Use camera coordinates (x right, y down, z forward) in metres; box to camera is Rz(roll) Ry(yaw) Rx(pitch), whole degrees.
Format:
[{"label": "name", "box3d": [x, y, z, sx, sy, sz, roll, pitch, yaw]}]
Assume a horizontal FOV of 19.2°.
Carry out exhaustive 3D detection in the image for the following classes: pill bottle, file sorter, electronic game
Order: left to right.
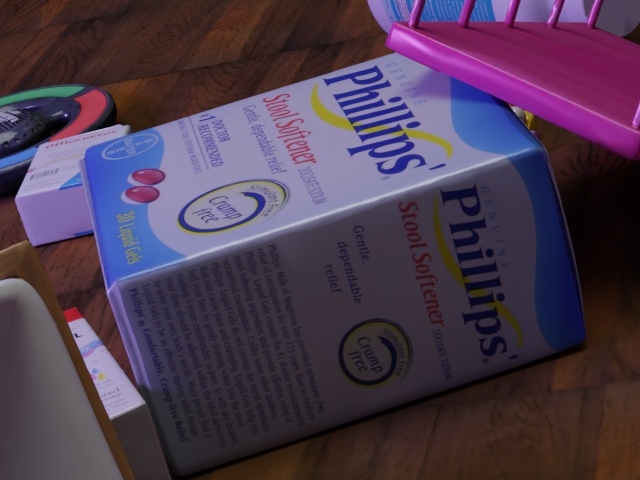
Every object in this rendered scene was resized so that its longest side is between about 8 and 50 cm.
[{"label": "electronic game", "box3d": [-0.309, -0.099, 1.847, 0.229, 0.048, 0.229, -14, 23, 6]}, {"label": "pill bottle", "box3d": [0.172, -0.239, 1.726, 0.146, 0.146, 0.264, -31, 28, -31]}, {"label": "file sorter", "box3d": [0.227, -0.185, 1.333, 0.202, 0.182, 0.290, 28, 20, 29]}]

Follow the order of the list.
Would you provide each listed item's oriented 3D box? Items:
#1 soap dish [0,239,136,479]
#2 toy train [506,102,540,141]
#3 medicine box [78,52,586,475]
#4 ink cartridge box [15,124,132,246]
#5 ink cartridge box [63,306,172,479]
[{"label": "soap dish", "box3d": [-0.248, 0.162, 1.030, 0.291, 0.229, 0.118, -26, 9, -23]}, {"label": "toy train", "box3d": [0.117, -0.097, 1.571, 0.125, 0.046, 0.166, -11, 24, 10]}, {"label": "medicine box", "box3d": [0.000, 0.000, 1.304, 0.289, 0.149, 0.263, -18, 24, -4]}, {"label": "ink cartridge box", "box3d": [-0.211, -0.050, 1.671, 0.088, 0.052, 0.122, -12, 25, 8]}, {"label": "ink cartridge box", "box3d": [-0.194, 0.121, 1.247, 0.134, 0.078, 0.231, -22, 24, -14]}]
